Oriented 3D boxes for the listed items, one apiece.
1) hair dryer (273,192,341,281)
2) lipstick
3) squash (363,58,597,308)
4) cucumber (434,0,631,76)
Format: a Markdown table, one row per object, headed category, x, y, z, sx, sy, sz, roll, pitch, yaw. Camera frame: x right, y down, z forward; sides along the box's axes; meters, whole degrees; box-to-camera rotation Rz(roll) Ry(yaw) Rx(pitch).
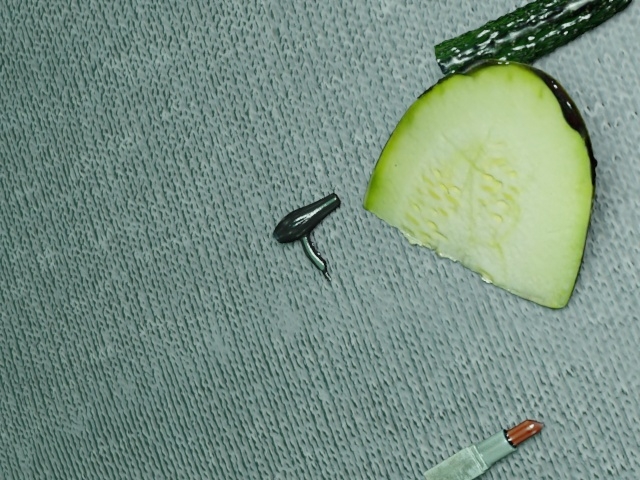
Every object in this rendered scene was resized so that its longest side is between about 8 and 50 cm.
| category | x | y | z | sx | sy | sz | roll | pitch | yaw |
| --- | --- | --- | --- | --- | --- | --- | --- | --- | --- |
| hair dryer | 0.000 | 0.000 | 1.231 | 0.079 | 0.031 | 0.083 | -31 | 91 | 14 |
| lipstick | 0.162 | 0.207 | 1.145 | 0.129 | 0.030 | 0.030 | -35 | 76 | 21 |
| squash | 0.146 | -0.066 | 1.087 | 0.237 | 0.155 | 0.204 | 28 | 100 | 22 |
| cucumber | 0.201 | -0.201 | 1.113 | 0.187 | 0.058 | 0.058 | -24 | 80 | 22 |
